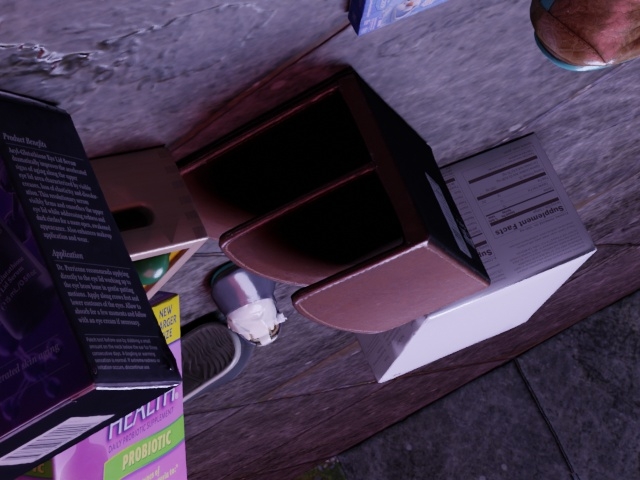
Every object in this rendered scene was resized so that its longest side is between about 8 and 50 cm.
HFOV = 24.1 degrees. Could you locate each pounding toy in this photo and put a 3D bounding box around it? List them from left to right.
[{"bbox_3d":[-0.216,0.030,1.148,0.181,0.094,0.206,-14,161,-38],"label":"pounding toy"}]

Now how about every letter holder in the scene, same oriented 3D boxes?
[{"bbox_3d":[0.000,0.000,1.298,0.214,0.152,0.302,-26,166,10],"label":"letter holder"}]

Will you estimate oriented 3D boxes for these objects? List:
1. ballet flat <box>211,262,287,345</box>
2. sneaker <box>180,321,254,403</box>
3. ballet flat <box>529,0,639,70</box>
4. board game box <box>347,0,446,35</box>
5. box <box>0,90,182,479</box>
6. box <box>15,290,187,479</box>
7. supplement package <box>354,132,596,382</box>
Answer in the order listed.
[{"bbox_3d":[-0.071,0.075,1.605,0.074,0.074,0.203,-24,166,-4],"label":"ballet flat"},{"bbox_3d":[-0.177,0.169,1.734,0.222,0.083,0.118,-26,169,8],"label":"sneaker"},{"bbox_3d":[0.315,-0.224,1.162,0.342,0.116,0.124,-15,143,-24],"label":"ballet flat"},{"bbox_3d":[0.066,-0.181,1.022,0.090,0.020,0.090,-24,166,-11],"label":"board game box"},{"bbox_3d":[-0.206,0.033,0.943,0.153,0.207,0.108,-32,164,19],"label":"box"},{"bbox_3d":[-0.212,0.179,1.266,0.117,0.243,0.213,2,-169,23],"label":"box"},{"bbox_3d":[0.147,0.026,1.645,0.204,0.145,0.262,-21,166,-16],"label":"supplement package"}]
